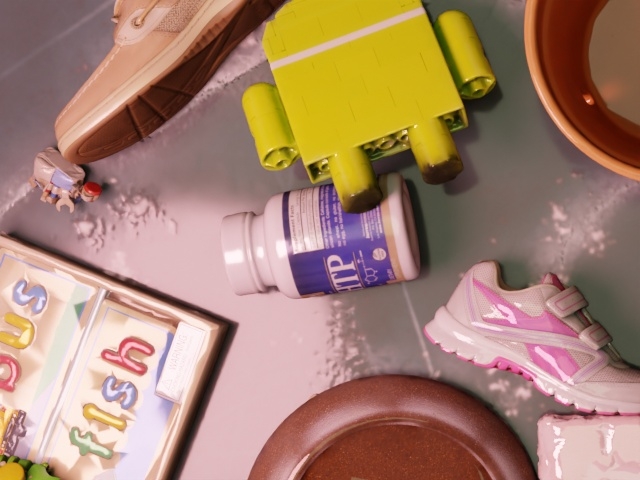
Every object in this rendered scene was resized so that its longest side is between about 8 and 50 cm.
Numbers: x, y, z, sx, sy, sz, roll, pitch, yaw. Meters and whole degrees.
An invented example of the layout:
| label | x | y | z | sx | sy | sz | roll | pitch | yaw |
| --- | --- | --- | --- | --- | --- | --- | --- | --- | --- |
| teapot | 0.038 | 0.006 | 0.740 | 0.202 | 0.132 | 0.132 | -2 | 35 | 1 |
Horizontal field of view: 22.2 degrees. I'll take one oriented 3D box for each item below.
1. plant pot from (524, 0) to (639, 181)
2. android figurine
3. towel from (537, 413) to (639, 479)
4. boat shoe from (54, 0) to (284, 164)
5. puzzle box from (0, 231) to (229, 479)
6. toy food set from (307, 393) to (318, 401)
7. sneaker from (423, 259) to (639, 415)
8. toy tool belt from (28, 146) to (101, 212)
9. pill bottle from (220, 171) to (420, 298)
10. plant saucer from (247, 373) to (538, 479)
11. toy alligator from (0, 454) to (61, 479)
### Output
| label | x | y | z | sx | sy | sz | roll | pitch | yaw |
| --- | --- | --- | --- | --- | --- | --- | --- | --- | --- |
| plant pot | 0.344 | -0.190 | 1.550 | 0.291 | 0.203 | 0.291 | 0 | 89 | 10 |
| android figurine | 0.042 | -0.160 | 1.630 | 0.248 | 0.056 | 0.273 | -22 | 60 | 2 |
| towel | 0.377 | 0.331 | 1.598 | 0.317 | 0.053 | 0.332 | -4 | 86 | 13 |
| boat shoe | -0.156 | -0.219 | 1.682 | 0.341 | 0.121 | 0.110 | -44 | 78 | -4 |
| puzzle box | -0.293 | 0.225 | 1.721 | 0.272 | 0.052 | 0.409 | 21 | 92 | 10 |
| toy food set | 0.056 | 0.240 | 1.669 | 0.192 | 0.038 | 0.132 | 18 | 92 | 9 |
| sneaker | 0.234 | 0.095 | 1.612 | 0.252 | 0.103 | 0.111 | 23 | 94 | 8 |
| toy tool belt | -0.272 | -0.057 | 1.731 | 0.083 | 0.052 | 0.051 | 36 | 126 | 11 |
| pill bottle | 0.000 | 0.000 | 1.647 | 0.187 | 0.112 | 0.112 | -10 | 87 | 10 |
| plant saucer | 0.074 | 0.290 | 1.631 | 0.311 | 0.050 | 0.310 | 0 | 90 | -2 |
| toy alligator | -0.301 | 0.245 | 1.672 | 0.190 | 0.056 | 0.051 | 3 | 49 | 10 |
